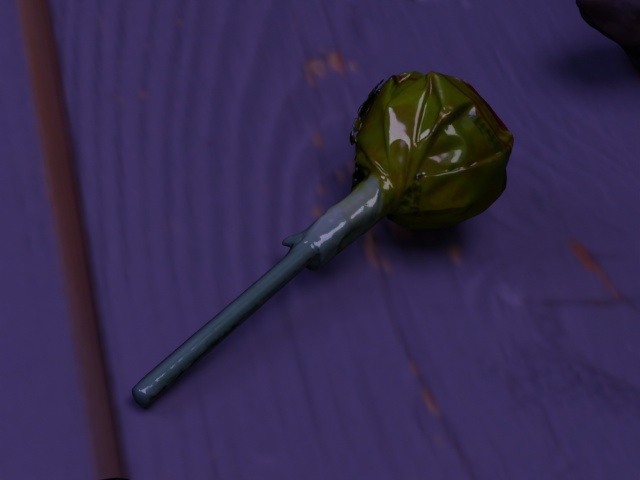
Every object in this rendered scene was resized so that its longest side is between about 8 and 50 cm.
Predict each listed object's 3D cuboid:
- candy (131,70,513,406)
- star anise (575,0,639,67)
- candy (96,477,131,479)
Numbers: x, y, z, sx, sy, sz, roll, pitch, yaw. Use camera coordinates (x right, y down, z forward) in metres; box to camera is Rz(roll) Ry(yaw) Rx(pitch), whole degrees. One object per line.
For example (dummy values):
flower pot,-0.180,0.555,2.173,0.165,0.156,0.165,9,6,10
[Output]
candy,0.000,0.000,0.626,0.062,0.058,0.194,33,51,23
star anise,0.221,-0.123,0.805,0.257,0.110,0.198,14,58,0
candy,-0.146,0.125,0.416,0.275,0.070,0.145,-4,42,-21
